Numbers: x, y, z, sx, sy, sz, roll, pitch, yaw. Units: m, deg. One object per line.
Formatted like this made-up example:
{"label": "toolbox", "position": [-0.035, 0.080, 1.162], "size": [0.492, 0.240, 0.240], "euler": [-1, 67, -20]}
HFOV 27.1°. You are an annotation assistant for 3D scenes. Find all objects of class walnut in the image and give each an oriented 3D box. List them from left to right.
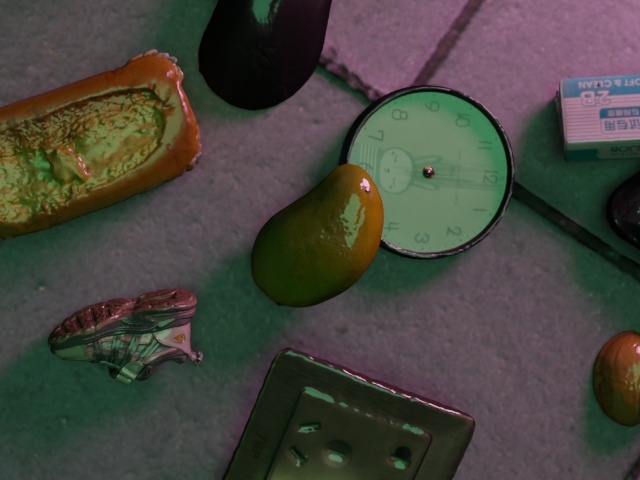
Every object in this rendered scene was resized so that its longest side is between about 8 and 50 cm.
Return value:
{"label": "walnut", "position": [0.387, 0.173, 1.636], "size": [0.091, 0.052, 0.121], "euler": [0, 91, -2]}

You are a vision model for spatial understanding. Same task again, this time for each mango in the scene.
{"label": "mango", "position": [0.000, 0.004, 1.554], "size": [0.191, 0.085, 0.122], "euler": [-37, 81, 24]}

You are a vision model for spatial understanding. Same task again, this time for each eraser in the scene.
{"label": "eraser", "position": [0.399, -0.150, 1.583], "size": [0.225, 0.052, 0.095], "euler": [-2, 62, 5]}

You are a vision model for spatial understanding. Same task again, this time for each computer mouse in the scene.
{"label": "computer mouse", "position": [-0.052, -0.284, 1.557], "size": [0.147, 0.088, 0.264], "euler": [13, 89, -8]}

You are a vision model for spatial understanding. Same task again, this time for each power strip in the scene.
{"label": "power strip", "position": [0.023, 0.270, 1.589], "size": [0.257, 0.092, 0.251], "euler": [22, 100, -7]}

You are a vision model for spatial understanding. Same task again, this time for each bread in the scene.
{"label": "bread", "position": [-0.280, -0.105, 1.527], "size": [0.288, 0.119, 0.152], "euler": [-20, 91, -4]}

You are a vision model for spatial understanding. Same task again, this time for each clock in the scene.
{"label": "clock", "position": [0.130, -0.082, 1.603], "size": [0.215, 0.042, 0.215], "euler": [0, 93, -6]}

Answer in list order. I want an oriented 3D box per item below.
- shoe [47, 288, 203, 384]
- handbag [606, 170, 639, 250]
{"label": "shoe", "position": [-0.226, 0.119, 1.565], "size": [0.180, 0.089, 0.092], "euler": [-14, 106, -2]}
{"label": "handbag", "position": [0.504, 0.005, 1.624], "size": [0.191, 0.075, 0.332], "euler": [-44, 92, -6]}
